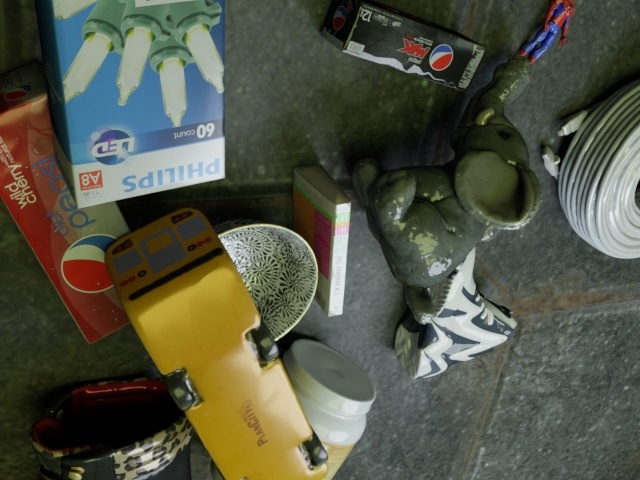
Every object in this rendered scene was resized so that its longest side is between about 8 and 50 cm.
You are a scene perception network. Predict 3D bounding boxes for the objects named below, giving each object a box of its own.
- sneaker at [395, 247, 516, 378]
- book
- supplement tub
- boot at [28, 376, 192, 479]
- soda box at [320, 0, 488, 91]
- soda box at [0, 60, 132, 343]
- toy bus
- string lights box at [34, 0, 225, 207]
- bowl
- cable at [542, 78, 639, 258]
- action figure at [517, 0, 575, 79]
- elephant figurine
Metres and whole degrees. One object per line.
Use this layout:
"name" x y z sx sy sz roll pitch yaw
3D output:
"sneaker" 0.196 0.076 1.097 0.153 0.094 0.235 -9 124 -25
"book" 0.000 0.000 0.940 0.035 0.096 0.144 -11 125 -22
"supplement tub" -0.033 0.239 1.048 0.144 0.144 0.200 20 109 -36
"boot" -0.304 0.321 0.961 0.377 0.138 0.284 -11 126 -27
"soda box" 0.088 -0.208 0.874 0.168 0.060 0.053 11 113 -32
"soda box" -0.243 -0.031 0.798 0.092 0.083 0.263 -27 129 -12
"toy bus" -0.096 0.137 0.850 0.108 0.130 0.333 -29 130 -11
"string lights box" -0.147 -0.163 0.652 0.133 0.077 0.260 -15 131 -24
"bowl" -0.095 0.036 0.924 0.170 0.080 0.170 -14 126 -19
"cable" 0.438 -0.098 1.113 0.257 0.089 0.257 -36 130 -3
"action figure" 0.266 -0.243 0.969 0.038 0.030 0.115 24 105 -32
"elephant figurine" 0.169 -0.063 0.933 0.239 0.169 0.186 -23 125 -4
